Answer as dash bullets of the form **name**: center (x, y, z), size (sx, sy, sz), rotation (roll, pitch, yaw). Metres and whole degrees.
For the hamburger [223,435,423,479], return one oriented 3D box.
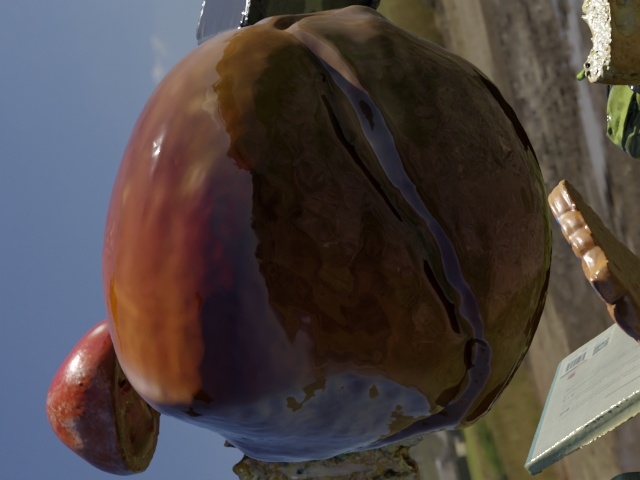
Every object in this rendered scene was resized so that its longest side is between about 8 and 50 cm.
- **hamburger**: center (0.010, 0.284, 1.758), size (0.156, 0.282, 0.144), rotation (-47, -43, -76)

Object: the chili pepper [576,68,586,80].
- **chili pepper**: center (0.346, -0.206, 1.480), size (0.030, 0.083, 0.017), rotation (59, -145, -44)

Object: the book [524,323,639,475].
- **book**: center (0.359, 0.168, 1.549), size (0.025, 0.215, 0.283), rotation (47, -150, -4)

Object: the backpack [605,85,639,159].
- **backpack**: center (0.525, -0.248, 1.896), size (0.140, 0.207, 0.253), rotation (41, 131, 40)

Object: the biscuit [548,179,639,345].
- **biscuit**: center (0.296, 0.060, 1.147), size (0.183, 0.043, 0.280), rotation (3, -127, -61)

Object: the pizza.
- **pizza**: center (0.361, -0.251, 1.329), size (0.080, 0.204, 0.188), rotation (147, 119, -66)

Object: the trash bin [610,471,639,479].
- **trash bin**: center (0.367, 0.397, 1.209), size (0.343, 0.158, 0.223), rotation (-48, -51, -70)

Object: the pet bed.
- **pet bed**: center (-0.032, -0.291, 1.451), size (0.211, 0.159, 0.183), rotation (4, 81, 68)

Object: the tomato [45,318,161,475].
- **tomato**: center (-0.316, 0.224, 1.761), size (0.200, 0.139, 0.233), rotation (-68, -28, -71)

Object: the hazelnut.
- **hazelnut**: center (0.000, 0.000, 0.975), size (0.315, 0.372, 0.373), rotation (14, 121, 64)
